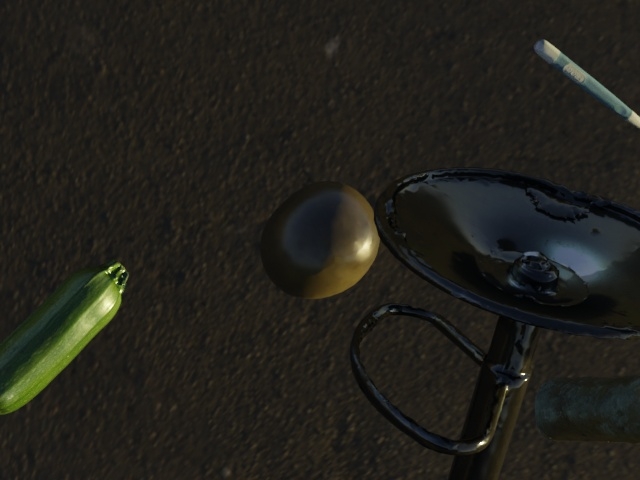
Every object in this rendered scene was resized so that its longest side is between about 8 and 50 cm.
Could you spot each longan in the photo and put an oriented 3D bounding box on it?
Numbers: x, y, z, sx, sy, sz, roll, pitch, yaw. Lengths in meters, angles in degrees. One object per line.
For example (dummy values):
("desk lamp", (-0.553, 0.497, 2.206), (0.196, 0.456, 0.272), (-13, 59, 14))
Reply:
("longan", (0.000, 0.000, 1.805), (0.189, 0.189, 0.189), (8, 65, -16))

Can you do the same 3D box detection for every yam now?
("yam", (0.370, 0.214, 1.519), (0.093, 0.259, 0.093), (3, 81, -22))

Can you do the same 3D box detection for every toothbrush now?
("toothbrush", (0.358, -0.162, 1.446), (0.275, 0.019, 0.025), (31, 25, -25))

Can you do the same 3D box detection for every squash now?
("squash", (-0.292, 0.104, 1.298), (0.068, 0.077, 0.219), (44, 72, -3))

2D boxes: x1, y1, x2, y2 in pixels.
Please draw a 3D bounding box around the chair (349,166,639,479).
("chair", (0.111, 0.173, 0.850), (0.226, 0.401, 0.226), (8, 26, -4))
